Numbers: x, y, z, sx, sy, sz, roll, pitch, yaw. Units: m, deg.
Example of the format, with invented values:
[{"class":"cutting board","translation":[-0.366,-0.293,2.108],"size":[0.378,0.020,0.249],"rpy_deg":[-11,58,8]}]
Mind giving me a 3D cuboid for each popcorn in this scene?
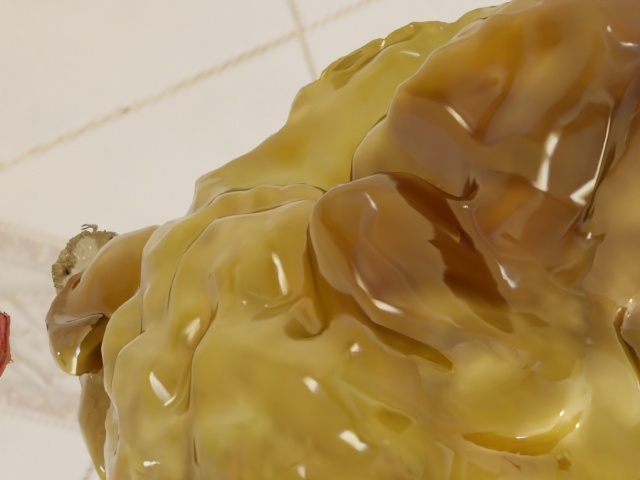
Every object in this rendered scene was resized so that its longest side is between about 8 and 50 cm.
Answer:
[{"class":"popcorn","translation":[0.037,0.051,0.620],"size":[0.332,0.265,0.225],"rpy_deg":[-11,122,33]}]

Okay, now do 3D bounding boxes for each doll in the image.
[{"class":"doll","translation":[-0.208,0.080,1.957],"size":[0.105,0.115,0.221],"rpy_deg":[-17,122,16]}]

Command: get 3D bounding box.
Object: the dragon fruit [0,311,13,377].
[{"class":"dragon fruit","translation":[-0.431,0.134,1.735],"size":[0.126,0.161,0.274],"rpy_deg":[-19,160,34]}]
